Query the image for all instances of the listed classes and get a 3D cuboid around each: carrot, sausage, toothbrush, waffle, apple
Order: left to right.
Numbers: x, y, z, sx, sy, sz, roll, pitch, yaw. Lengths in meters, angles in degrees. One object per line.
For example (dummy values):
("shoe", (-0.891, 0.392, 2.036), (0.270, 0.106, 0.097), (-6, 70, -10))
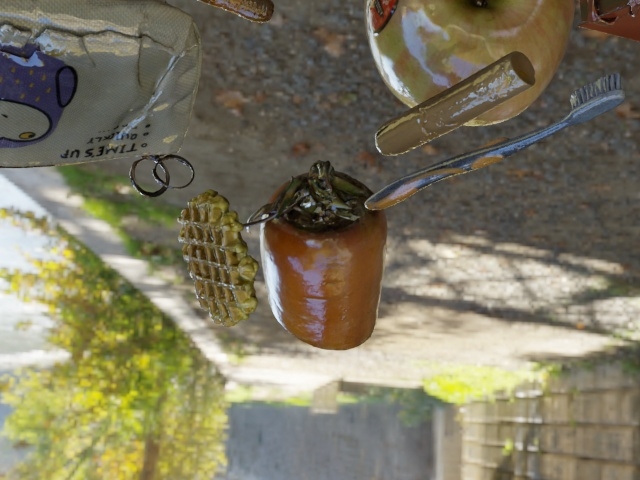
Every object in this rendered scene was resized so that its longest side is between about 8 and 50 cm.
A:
("carrot", (-0.165, -0.391, 1.533), (0.191, 0.047, 0.047), (15, 167, -14))
("waffle", (-0.138, 0.026, 1.294), (0.038, 0.191, 0.191), (-18, -177, -34))
("carrot", (0.000, 0.000, 1.458), (0.214, 0.193, 0.331), (24, 142, 16))
("sausage", (0.190, -0.196, 1.446), (0.066, 0.065, 0.301), (11, 155, -36))
("apple", (0.265, -0.401, 1.763), (0.392, 0.391, 0.346), (4, 174, -3))
("toothbrush", (0.153, -0.082, 0.925), (0.023, 0.031, 0.321), (26, 146, -32))

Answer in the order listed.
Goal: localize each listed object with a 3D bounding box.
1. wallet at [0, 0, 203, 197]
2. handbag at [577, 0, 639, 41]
("wallet", (-0.265, -0.146, 0.984), (0.335, 0.068, 0.275), (-4, 146, -26))
("handbag", (0.481, -0.342, 1.419), (0.190, 0.062, 0.127), (2, 170, -39))
